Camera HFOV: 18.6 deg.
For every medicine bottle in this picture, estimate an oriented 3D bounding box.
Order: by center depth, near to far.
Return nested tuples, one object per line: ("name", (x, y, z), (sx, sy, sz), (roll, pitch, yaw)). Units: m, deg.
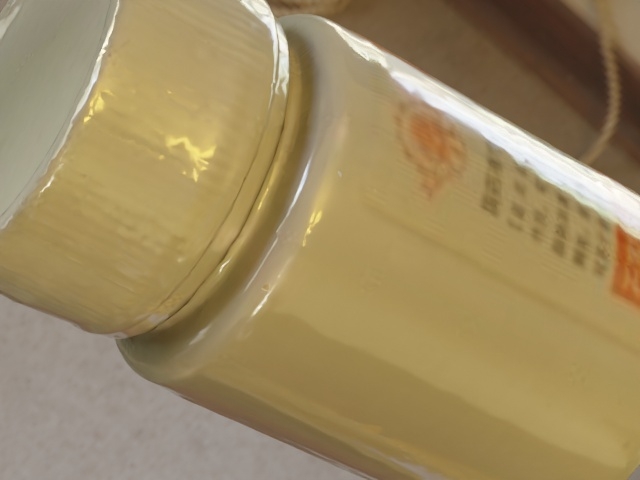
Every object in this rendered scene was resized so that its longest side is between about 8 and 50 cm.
("medicine bottle", (0.000, 0.000, 1.029), (0.371, 0.211, 0.211), (27, 43, -26))
